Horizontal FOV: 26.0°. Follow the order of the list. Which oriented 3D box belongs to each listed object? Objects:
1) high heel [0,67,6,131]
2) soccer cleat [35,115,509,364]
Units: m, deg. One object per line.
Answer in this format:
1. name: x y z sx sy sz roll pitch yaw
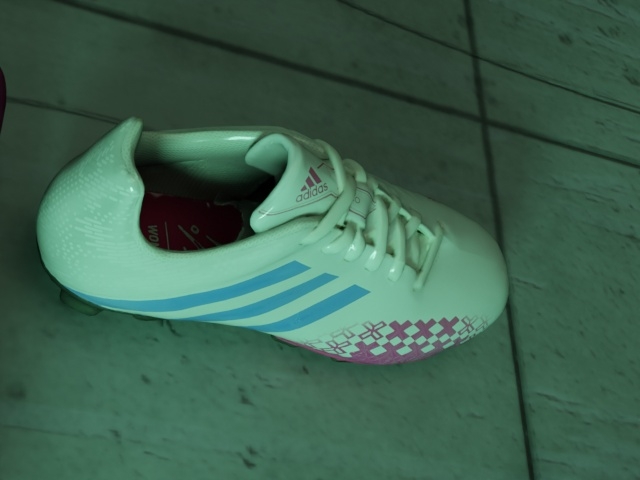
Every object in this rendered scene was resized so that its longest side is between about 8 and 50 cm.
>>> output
1. high heel: -0.216 0.063 0.704 0.181 0.127 0.377 55 37 -31
2. soccer cleat: 0.000 0.000 0.826 0.331 0.143 0.116 6 59 -30
